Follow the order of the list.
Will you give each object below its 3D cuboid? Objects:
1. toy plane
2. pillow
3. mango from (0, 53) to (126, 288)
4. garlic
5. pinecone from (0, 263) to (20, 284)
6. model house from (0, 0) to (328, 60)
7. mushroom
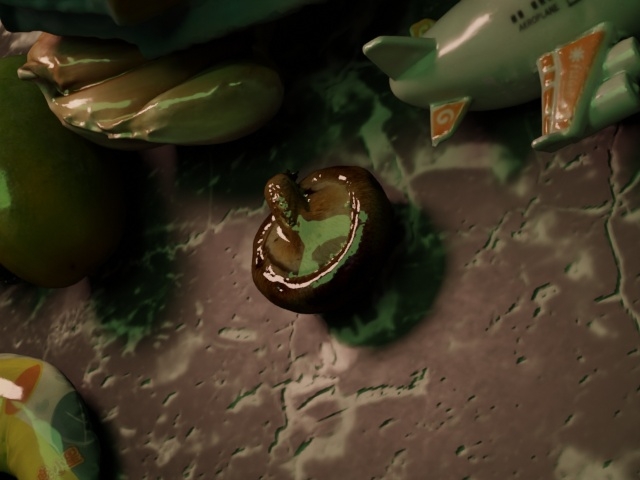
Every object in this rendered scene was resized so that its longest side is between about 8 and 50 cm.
[{"bbox_3d":[0.156,-0.165,1.092,0.245,0.117,0.244,-20,55,30],"label":"toy plane"},{"bbox_3d":[-0.286,0.211,1.269,0.214,0.086,0.233,32,85,33],"label":"pillow"},{"bbox_3d":[-0.253,-0.066,1.336,0.114,0.156,0.251,-53,35,30],"label":"mango"},{"bbox_3d":[-0.144,-0.154,1.317,0.228,0.110,0.217,-6,46,3],"label":"garlic"},{"bbox_3d":[-0.311,-0.012,1.395,0.102,0.102,0.109,-50,36,5],"label":"pinecone"},{"bbox_3d":[-0.080,-0.326,1.214,0.339,0.297,0.360,14,45,12],"label":"model house"},{"bbox_3d":[0.000,0.000,1.144,0.127,0.087,0.127,-22,52,32],"label":"mushroom"}]
